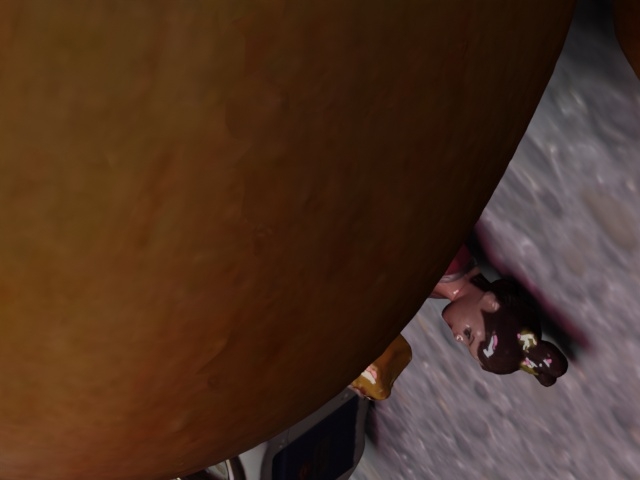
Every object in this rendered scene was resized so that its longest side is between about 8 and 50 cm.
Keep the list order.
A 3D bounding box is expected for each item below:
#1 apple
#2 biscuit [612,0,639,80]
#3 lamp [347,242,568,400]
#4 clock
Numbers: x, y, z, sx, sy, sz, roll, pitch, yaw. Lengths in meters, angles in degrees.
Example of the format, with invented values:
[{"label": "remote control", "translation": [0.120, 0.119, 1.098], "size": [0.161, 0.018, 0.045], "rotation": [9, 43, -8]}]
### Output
[{"label": "apple", "translation": [-0.079, -0.111, 0.471], "size": [0.338, 0.338, 0.305], "rotation": [50, 143, 16]}, {"label": "biscuit", "translation": [0.144, -0.069, 0.435], "size": [0.184, 0.035, 0.249], "rotation": [26, 144, 54]}, {"label": "lamp", "translation": [0.000, 0.000, 0.780], "size": [0.253, 0.118, 0.118], "rotation": [50, 160, 20]}, {"label": "clock", "translation": [-0.087, 0.085, 1.080], "size": [0.243, 0.146, 0.199], "rotation": [38, 149, 33]}]
